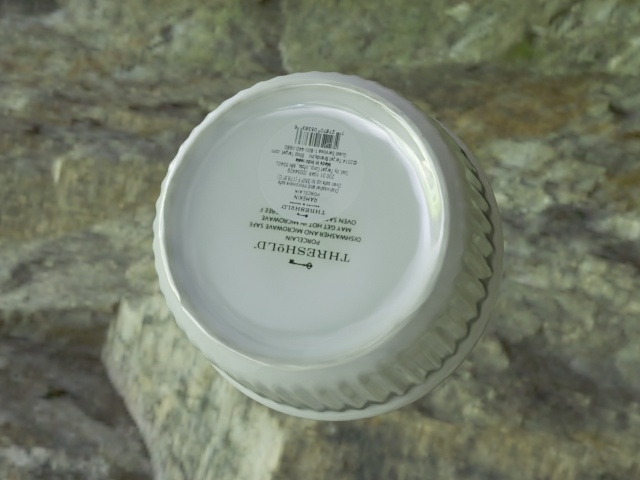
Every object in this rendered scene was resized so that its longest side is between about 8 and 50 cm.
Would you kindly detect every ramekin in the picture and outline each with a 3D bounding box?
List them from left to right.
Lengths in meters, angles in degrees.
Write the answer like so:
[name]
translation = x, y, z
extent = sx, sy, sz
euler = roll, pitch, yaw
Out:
[ramekin]
translation = 0.000, 0.000, 0.679
extent = 0.207, 0.207, 0.109
euler = 17, 173, 16
